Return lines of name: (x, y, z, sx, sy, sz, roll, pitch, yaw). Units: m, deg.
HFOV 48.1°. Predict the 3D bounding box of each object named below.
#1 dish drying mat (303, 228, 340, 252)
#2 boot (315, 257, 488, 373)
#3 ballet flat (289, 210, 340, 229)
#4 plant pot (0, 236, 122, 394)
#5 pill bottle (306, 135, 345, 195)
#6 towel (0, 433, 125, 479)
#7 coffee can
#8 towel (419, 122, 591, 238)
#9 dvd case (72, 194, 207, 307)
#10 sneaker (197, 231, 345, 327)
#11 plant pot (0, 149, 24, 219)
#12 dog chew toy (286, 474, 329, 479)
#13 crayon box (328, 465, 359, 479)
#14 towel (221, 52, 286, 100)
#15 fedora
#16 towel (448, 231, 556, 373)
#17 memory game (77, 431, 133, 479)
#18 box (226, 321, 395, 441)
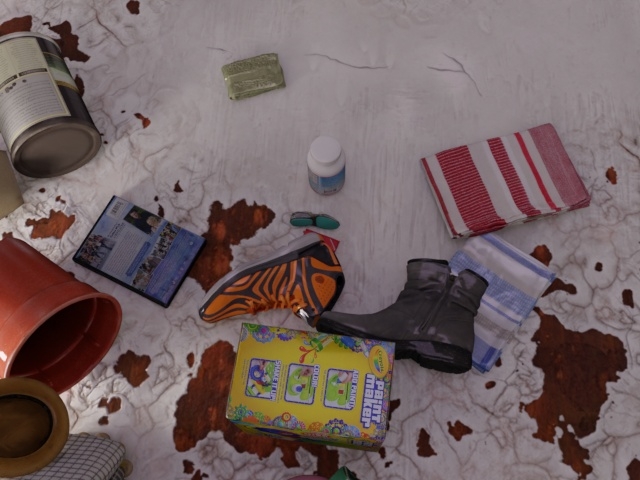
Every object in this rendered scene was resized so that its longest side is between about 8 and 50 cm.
dish drying mat: (0.000, 0.000, 1.632, 0.083, 0.008, 0.032, 21, 72, 9)
boot: (0.171, 0.138, 1.509, 0.339, 0.118, 0.222, 14, 68, -2)
ballet flat: (-0.012, -0.051, 1.637, 0.115, 0.041, 0.041, 4, 70, 2)
plant pot: (-0.602, 0.146, 1.471, 0.265, 0.272, 0.272, 36, 74, 21)
pill bottle: (0.013, -0.170, 1.614, 0.087, 0.160, 0.087, 0, 70, 1)
towel: (-0.533, 0.462, 1.337, 0.284, 0.235, 0.121, 3, 100, 4)
coffee can: (-0.655, -0.313, 1.662, 0.202, 0.201, 0.275, -26, 71, -8)
towel: (0.421, -0.141, 1.644, 0.329, 0.037, 0.237, -15, 60, -4)
dvd case: (-0.410, 0.023, 1.627, 0.253, 0.022, 0.180, 25, 73, 10)
sneaker: (-0.091, 0.125, 1.526, 0.321, 0.124, 0.180, -30, 71, -9)
plant pot: (-0.815, -0.102, 1.584, 0.274, 0.256, 0.256, -20, 70, -20)
dog chew toy: (0.038, 0.587, 1.316, 0.332, 0.206, 0.206, 37, 74, 6)
crayon box: (0.002, 0.567, 1.181, 0.203, 0.083, 0.323, 44, 87, -2)
towel: (-0.166, -0.409, 1.780, 0.148, 0.027, 0.110, -16, 69, -4)
fedora: (-0.565, 0.346, 1.313, 0.195, 0.079, 0.194, 15, 57, -25)
towel: (0.355, 0.121, 1.564, 0.209, 0.034, 0.285, 35, 74, 14)
memory game: (-0.474, 0.482, 1.460, 0.186, 0.012, 0.186, -1, 70, 2)
box: (-0.011, 0.288, 1.374, 0.279, 0.290, 0.176, 6, 70, 5)
